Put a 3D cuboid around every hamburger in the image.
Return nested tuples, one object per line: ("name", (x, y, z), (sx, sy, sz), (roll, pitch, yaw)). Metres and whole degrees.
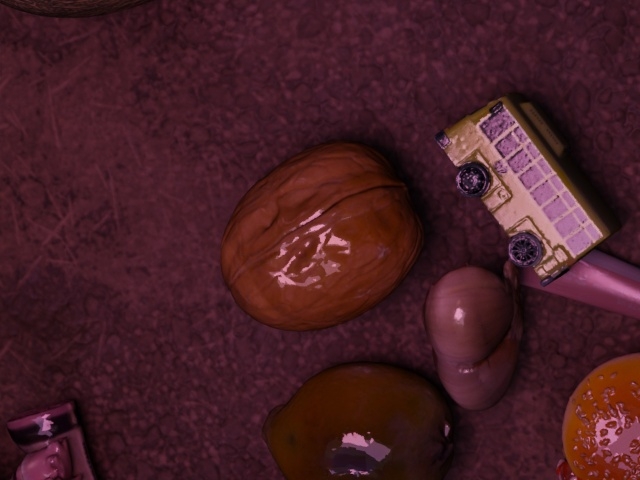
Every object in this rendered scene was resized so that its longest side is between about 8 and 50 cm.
("hamburger", (0.332, 0.196, 1.355), (0.210, 0.116, 0.173), (15, 102, 9))

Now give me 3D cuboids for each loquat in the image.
("loquat", (0.038, 0.194, 1.412), (0.195, 0.152, 0.152), (1, 102, 21))

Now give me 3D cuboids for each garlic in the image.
("garlic", (0.140, 0.085, 1.364), (0.099, 0.124, 0.174), (-3, 145, 16))

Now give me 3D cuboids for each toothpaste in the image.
("toothpaste", (0.275, 0.041, 1.377), (0.194, 0.043, 0.067), (22, 105, 15))

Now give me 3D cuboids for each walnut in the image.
("walnut", (0.000, 0.000, 1.369), (0.197, 0.165, 0.165), (-41, 91, 18))

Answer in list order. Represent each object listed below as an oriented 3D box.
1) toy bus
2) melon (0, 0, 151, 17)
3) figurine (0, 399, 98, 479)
("toy bus", (0.194, -0.053, 1.337), (0.101, 0.088, 0.175), (-38, 82, 21))
("melon", (-0.204, -0.330, 1.300), (0.329, 0.248, 0.249), (-9, 100, 13))
("figurine", (-0.396, 0.324, 1.490), (0.361, 0.253, 0.211), (-11, 116, 7))
